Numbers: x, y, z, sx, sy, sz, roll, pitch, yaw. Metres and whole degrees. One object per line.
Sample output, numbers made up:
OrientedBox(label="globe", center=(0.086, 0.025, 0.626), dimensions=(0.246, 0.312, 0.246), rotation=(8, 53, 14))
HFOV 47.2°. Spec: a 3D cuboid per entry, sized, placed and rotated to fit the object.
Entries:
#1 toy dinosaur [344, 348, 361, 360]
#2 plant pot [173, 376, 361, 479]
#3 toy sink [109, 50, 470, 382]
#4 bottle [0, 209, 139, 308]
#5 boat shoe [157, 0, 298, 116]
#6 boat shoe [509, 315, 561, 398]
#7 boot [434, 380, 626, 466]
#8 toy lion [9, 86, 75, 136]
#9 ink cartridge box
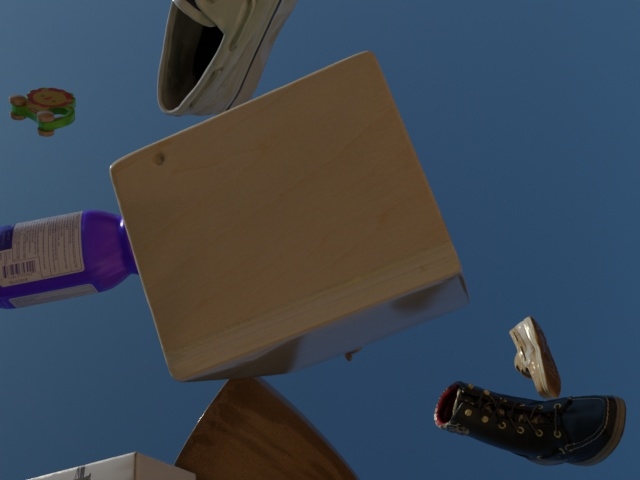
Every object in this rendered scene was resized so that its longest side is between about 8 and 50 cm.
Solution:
OrientedBox(label="toy dinosaur", center=(0.026, 0.004, 0.854), dimensions=(0.200, 0.127, 0.295), rotation=(43, -130, -17))
OrientedBox(label="plant pot", center=(-0.074, 0.361, 1.152), dimensions=(0.254, 0.237, 0.237), rotation=(30, -120, 6))
OrientedBox(label="toy sink", center=(0.000, 0.000, 0.467), dimensions=(0.234, 0.153, 0.131), rotation=(33, -144, -74))
OrientedBox(label="bottle", center=(-0.326, 0.016, 1.024), dimensions=(0.283, 0.092, 0.118), rotation=(-12, -119, -2))
OrientedBox(label="boat shoe", center=(-0.084, -0.212, 0.620), dimensions=(0.088, 0.267, 0.096), rotation=(-26, -111, -39))
OrientedBox(label="boat shoe", center=(0.353, 0.202, 1.222), dimensions=(0.063, 0.059, 0.170), rotation=(45, -154, -25))
OrientedBox(label="boot", center=(0.273, 0.240, 0.986), dimensions=(0.179, 0.236, 0.085), rotation=(20, -117, -7))
OrientedBox(label="toy lion", center=(-0.400, -0.197, 1.084), dimensions=(0.100, 0.034, 0.096), rotation=(30, -142, 24))
OrientedBox(label="ink cartridge box", center=(-0.213, 0.267, 0.733), dimensions=(0.109, 0.151, 0.063), rotation=(49, -152, -53))
